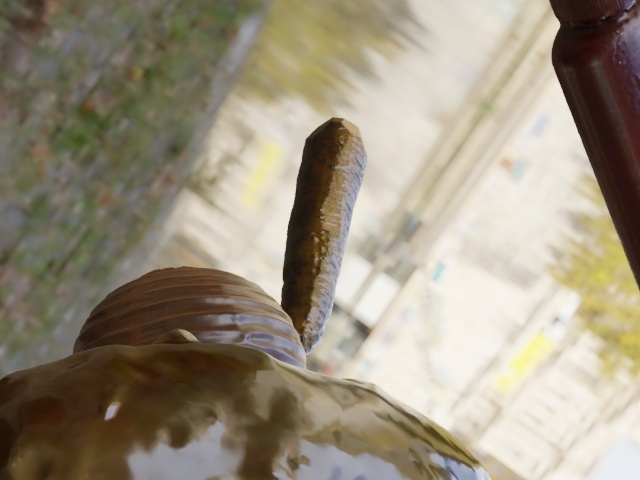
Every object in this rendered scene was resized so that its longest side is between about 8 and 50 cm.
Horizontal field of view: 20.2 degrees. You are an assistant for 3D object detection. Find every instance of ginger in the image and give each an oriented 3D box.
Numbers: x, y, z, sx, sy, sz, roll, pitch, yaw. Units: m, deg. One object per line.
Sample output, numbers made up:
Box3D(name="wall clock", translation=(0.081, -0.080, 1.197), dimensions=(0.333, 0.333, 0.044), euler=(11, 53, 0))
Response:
Box3D(name="ginger", translation=(-0.013, 0.137, 0.777), dimensions=(0.321, 0.172, 0.165), euler=(21, 93, -48))

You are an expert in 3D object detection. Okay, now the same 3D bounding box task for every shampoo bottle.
Box3D(name="shampoo bottle", translation=(0.243, -0.092, 1.352), dimensions=(0.118, 0.314, 0.076), euler=(-39, -152, -29))

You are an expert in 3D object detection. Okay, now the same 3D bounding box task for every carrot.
Box3D(name="carrot", translation=(0.000, 0.000, 1.681), dimensions=(0.314, 0.066, 0.066), euler=(-81, -163, -47))

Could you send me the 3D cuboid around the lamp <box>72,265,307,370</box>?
Box3D(name="lamp", translation=(-0.073, 0.078, 1.002), dimensions=(0.136, 0.136, 0.136), euler=(-55, 177, -5))
